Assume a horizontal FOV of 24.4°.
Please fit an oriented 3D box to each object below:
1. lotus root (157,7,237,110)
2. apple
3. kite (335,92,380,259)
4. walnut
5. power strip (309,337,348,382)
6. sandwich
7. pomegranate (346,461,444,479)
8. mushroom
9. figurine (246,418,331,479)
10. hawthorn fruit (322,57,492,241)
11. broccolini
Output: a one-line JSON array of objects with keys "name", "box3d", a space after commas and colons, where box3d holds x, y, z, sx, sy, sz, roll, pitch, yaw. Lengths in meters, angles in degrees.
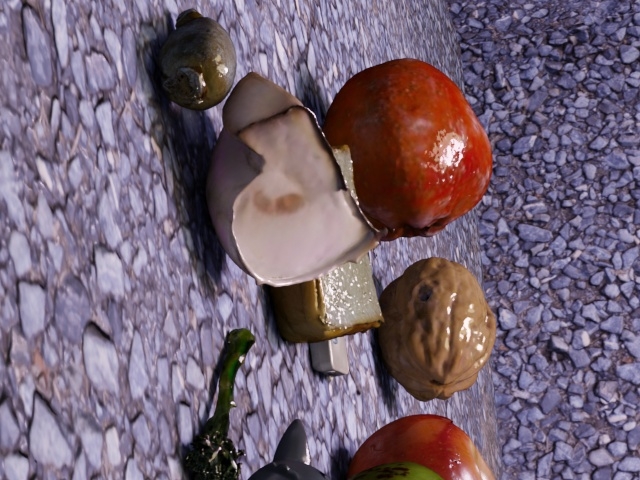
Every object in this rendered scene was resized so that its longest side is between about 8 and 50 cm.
[{"name": "lotus root", "box3d": [-0.126, -0.189, 1.541, 0.165, 0.088, 0.088, -97, 171, -60]}, {"name": "apple", "box3d": [0.138, 0.363, 1.999, 0.272, 0.206, 0.252, -26, 95, -79]}, {"name": "kite", "box3d": [0.065, -0.106, 2.440, 0.152, 0.015, 0.285, -69, 147, -66]}, {"name": "walnut", "box3d": [0.187, 0.141, 2.404, 0.198, 0.198, 0.245, 67, 22, -45]}, {"name": "power strip", "box3d": [0.004, 0.092, 1.985, 0.081, 0.035, 0.192, 40, 41, -71]}, {"name": "sandwich", "box3d": [0.001, 0.000, 1.864, 0.226, 0.087, 0.251, -2, 80, -65]}, {"name": "pomegranate", "box3d": [0.104, 0.381, 1.763, 0.211, 0.263, 0.211, -58, 172, -13]}, {"name": "mushroom", "box3d": [-0.075, -0.061, 1.606, 0.173, 0.162, 0.236, 31, -22, 45]}, {"name": "figurine", "box3d": [-0.011, 0.329, 1.526, 0.193, 0.140, 0.265, -48, 144, -45]}, {"name": "hawthorn fruit", "box3d": [0.117, -0.125, 2.188, 0.284, 0.284, 0.284, -10, 90, -77]}, {"name": "broccolini", "box3d": [-0.087, 0.164, 1.497, 0.254, 0.057, 0.071, -73, -176, -57]}]
